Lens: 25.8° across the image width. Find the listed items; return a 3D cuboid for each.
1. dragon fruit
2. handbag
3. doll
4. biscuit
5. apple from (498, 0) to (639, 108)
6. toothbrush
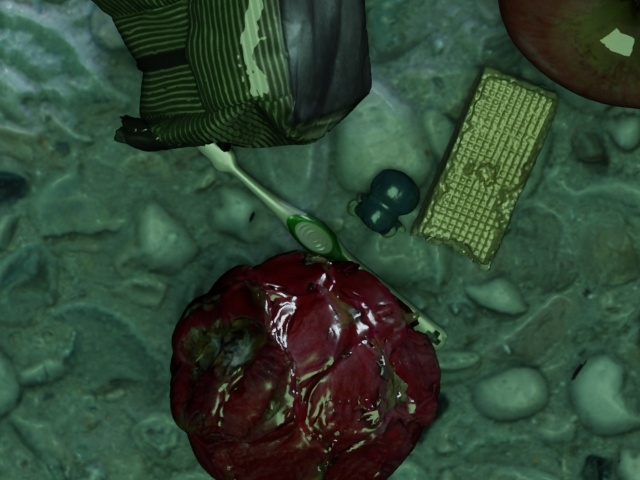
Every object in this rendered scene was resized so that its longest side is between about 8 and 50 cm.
[{"bbox_3d":[-0.023,0.164,1.638,0.329,0.329,0.329,0,102,0],"label":"dragon fruit"},{"bbox_3d":[-0.092,-0.223,1.559,0.240,0.340,0.247,-5,100,19],"label":"handbag"},{"bbox_3d":[0.086,-0.045,1.724,0.076,0.050,0.083,36,98,-12],"label":"doll"},{"bbox_3d":[0.202,-0.088,1.707,0.108,0.062,0.239,21,102,-5],"label":"biscuit"},{"bbox_3d":[0.375,-0.308,1.540,0.345,0.269,0.345,16,140,14],"label":"apple"},{"bbox_3d":[0.000,0.001,1.736,0.418,0.040,0.042,41,102,-8],"label":"toothbrush"}]
